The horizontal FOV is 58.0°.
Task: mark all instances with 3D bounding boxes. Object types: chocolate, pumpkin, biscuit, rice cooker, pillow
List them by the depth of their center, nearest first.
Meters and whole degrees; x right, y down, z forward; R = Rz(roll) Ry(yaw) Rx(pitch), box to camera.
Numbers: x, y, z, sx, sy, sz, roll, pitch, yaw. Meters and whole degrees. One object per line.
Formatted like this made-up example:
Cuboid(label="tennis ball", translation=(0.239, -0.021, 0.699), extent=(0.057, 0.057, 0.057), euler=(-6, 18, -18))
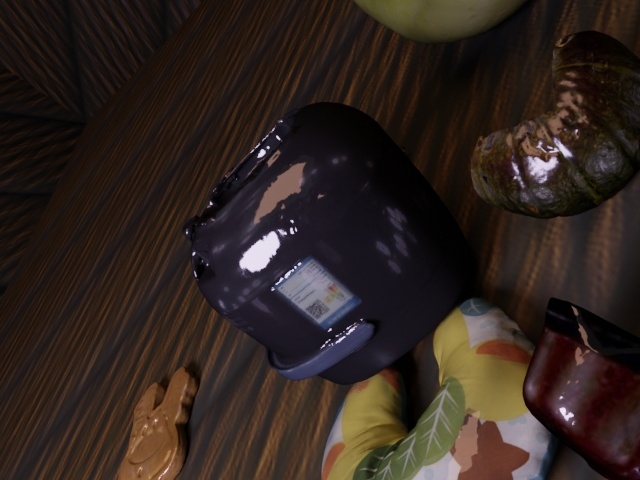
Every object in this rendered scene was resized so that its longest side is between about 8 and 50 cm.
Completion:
Cuboid(label="chocolate", translation=(0.190, 0.111, 0.381), extent=(0.080, 0.149, 0.125), euler=(-57, -5, -5))
Cuboid(label="pillow", translation=(0.092, 0.165, 0.502), extent=(0.233, 0.086, 0.214), euler=(-42, 23, 22))
Cuboid(label="pumpkin", translation=(0.234, -0.094, 0.519), extent=(0.183, 0.119, 0.107), euler=(-56, 30, 7))
Cuboid(label="rice cooker", translation=(0.000, 0.000, 0.600), extent=(0.267, 0.224, 0.267), euler=(-42, 21, 20))
Cuboid(label="biscuit", translation=(-0.242, 0.303, 0.837), extent=(0.144, 0.040, 0.236), euler=(-37, 33, 33))

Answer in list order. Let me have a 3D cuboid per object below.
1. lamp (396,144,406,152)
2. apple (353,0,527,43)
Cuboid(label="lamp", translation=(0.087, -0.071, 0.765), extent=(0.054, 0.041, 0.121), euler=(-17, 49, 32))
Cuboid(label="apple", translation=(0.163, -0.445, 0.736), extent=(0.357, 0.357, 0.357), euler=(-32, 38, 30))
